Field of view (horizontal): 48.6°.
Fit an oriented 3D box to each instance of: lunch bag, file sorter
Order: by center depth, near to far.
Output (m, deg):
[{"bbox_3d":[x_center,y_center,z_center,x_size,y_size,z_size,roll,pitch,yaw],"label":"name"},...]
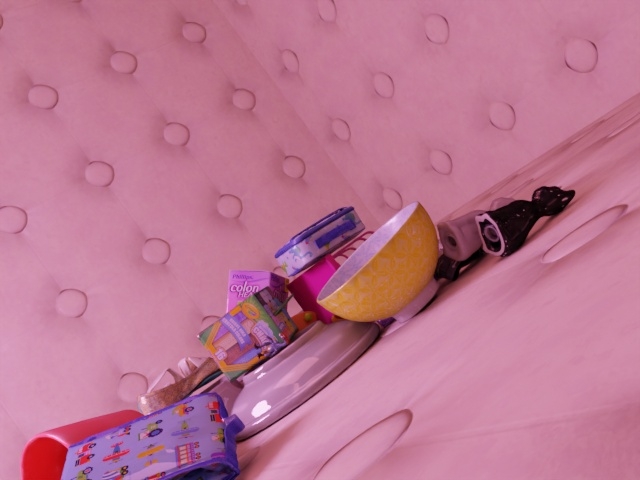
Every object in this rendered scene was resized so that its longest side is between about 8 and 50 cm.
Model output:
[{"bbox_3d":[-0.258,0.359,1.143,0.293,0.138,0.221,-31,19,-3],"label":"lunch bag"},{"bbox_3d":[0.000,0.000,1.829,0.219,0.090,0.176,-32,-1,-28],"label":"lunch bag"},{"bbox_3d":[0.079,0.123,1.913,0.182,0.202,0.291,-34,-3,-29],"label":"file sorter"}]

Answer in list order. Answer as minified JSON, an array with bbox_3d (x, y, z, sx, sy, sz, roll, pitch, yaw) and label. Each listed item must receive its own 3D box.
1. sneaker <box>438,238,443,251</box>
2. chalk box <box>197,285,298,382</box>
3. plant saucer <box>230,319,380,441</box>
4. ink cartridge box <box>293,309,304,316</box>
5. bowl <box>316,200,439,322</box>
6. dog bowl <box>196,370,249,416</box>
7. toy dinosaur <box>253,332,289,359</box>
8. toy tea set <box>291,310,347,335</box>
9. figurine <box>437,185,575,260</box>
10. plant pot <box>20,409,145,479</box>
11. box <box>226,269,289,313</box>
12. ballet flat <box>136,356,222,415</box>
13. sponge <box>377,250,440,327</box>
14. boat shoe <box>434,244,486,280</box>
[{"bbox_3d":[0.273,0.044,1.683,0.093,0.088,0.225,-27,9,40],"label":"sneaker"},{"bbox_3d":[-0.140,0.194,1.589,0.213,0.132,0.132,-36,-3,12],"label":"chalk box"},{"bbox_3d":[-0.056,0.273,1.538,0.400,0.100,0.400,-36,-1,-1],"label":"plant saucer"},{"bbox_3d":[-0.032,0.265,2.151,0.273,0.114,0.197,-37,-2,-7],"label":"ink cartridge box"},{"bbox_3d":[0.147,0.074,1.448,0.289,0.156,0.289,-44,4,4],"label":"bowl"},{"bbox_3d":[-0.312,0.471,1.899,0.349,0.102,0.349,-37,-2,-1],"label":"dog bowl"},{"bbox_3d":[-0.098,0.215,1.471,0.082,0.047,0.090,-18,-8,14],"label":"toy dinosaur"},{"bbox_3d":[-0.014,0.189,1.743,0.336,0.124,0.200,-35,-34,28],"label":"toy tea set"},{"bbox_3d":[0.368,-0.043,1.413,0.210,0.092,0.215,-27,6,-24],"label":"figurine"},{"bbox_3d":[-0.516,0.530,1.658,0.275,0.274,0.243,-37,-10,33],"label":"plant pot"},{"bbox_3d":[-0.171,0.212,1.942,0.117,0.242,0.213,1,-9,11],"label":"box"},{"bbox_3d":[-0.393,0.402,2.044,0.123,0.123,0.348,-38,-2,38],"label":"ballet flat"},{"bbox_3d":[0.183,0.090,1.578,0.210,0.031,0.117,-41,35,-6],"label":"sponge"},{"bbox_3d":[0.331,0.025,1.518,0.206,0.075,0.065,-30,39,-22],"label":"boat shoe"}]
